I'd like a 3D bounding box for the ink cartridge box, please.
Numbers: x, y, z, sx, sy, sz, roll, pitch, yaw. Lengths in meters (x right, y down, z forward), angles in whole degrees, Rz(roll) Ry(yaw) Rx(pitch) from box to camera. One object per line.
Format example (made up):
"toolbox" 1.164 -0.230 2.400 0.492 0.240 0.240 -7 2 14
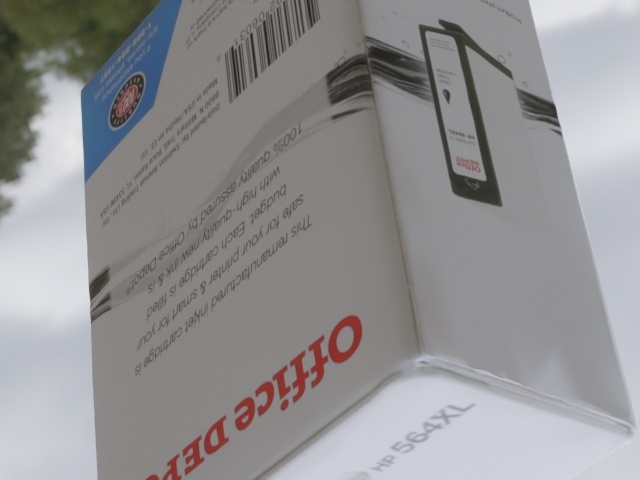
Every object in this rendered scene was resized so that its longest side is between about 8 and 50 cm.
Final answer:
"ink cartridge box" 0.000 0.000 0.576 0.086 0.203 0.148 20 136 -33
